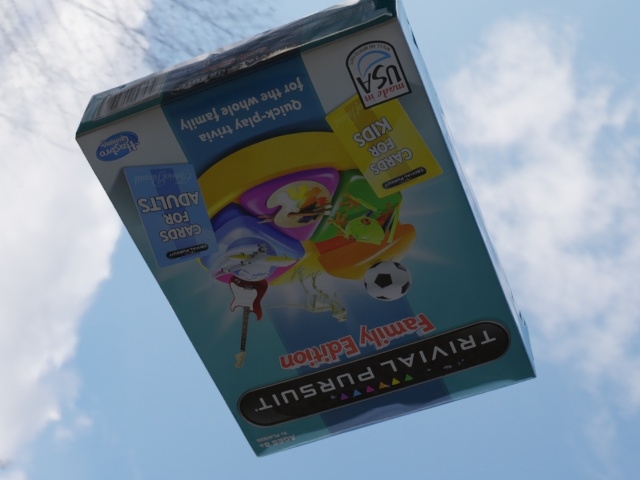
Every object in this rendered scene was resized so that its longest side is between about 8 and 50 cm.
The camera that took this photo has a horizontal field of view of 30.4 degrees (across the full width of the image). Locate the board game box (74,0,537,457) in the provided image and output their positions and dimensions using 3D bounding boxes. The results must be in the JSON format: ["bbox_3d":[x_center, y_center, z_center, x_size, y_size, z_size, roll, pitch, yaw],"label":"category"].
[{"bbox_3d":[0.000,0.000,0.937,0.254,0.336,0.079,-18,-151,13],"label":"board game box"}]
